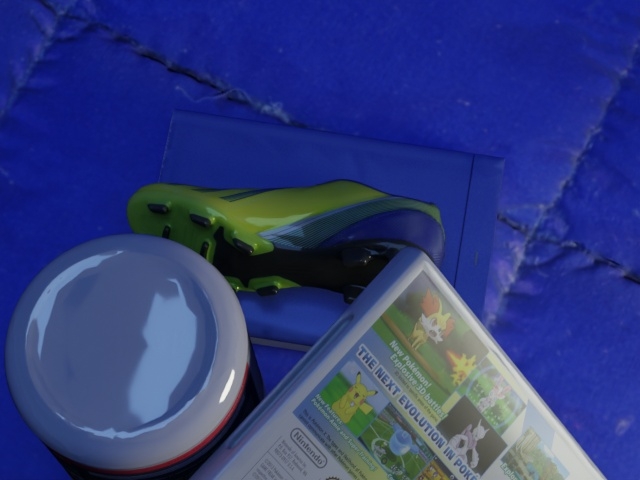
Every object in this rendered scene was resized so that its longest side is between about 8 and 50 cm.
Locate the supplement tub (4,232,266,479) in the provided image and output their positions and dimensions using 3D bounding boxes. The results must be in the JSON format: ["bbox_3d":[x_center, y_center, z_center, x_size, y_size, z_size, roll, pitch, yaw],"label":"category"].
[{"bbox_3d":[-0.145,0.123,1.403,0.191,0.272,0.191,-1,69,3],"label":"supplement tub"}]

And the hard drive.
[{"bbox_3d":[0.000,0.000,1.569,0.318,0.040,0.210,9,71,4],"label":"hard drive"}]

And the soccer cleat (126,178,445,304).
[{"bbox_3d":[-0.029,-0.012,1.520,0.289,0.093,0.121,9,41,9],"label":"soccer cleat"}]

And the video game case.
[{"bbox_3d":[0.070,0.222,1.388,0.300,0.036,0.329,-47,116,-14],"label":"video game case"}]
